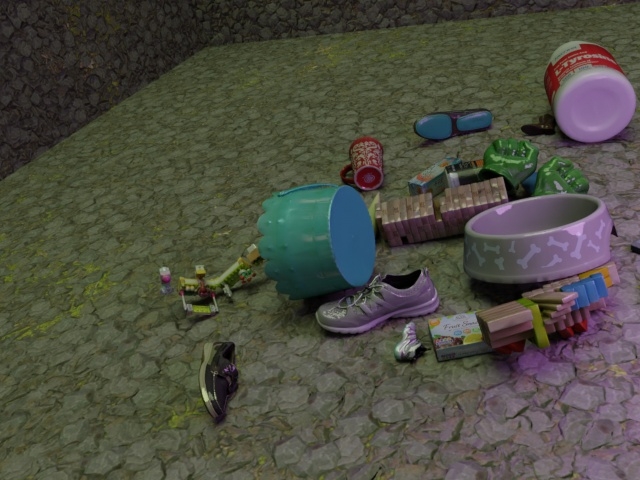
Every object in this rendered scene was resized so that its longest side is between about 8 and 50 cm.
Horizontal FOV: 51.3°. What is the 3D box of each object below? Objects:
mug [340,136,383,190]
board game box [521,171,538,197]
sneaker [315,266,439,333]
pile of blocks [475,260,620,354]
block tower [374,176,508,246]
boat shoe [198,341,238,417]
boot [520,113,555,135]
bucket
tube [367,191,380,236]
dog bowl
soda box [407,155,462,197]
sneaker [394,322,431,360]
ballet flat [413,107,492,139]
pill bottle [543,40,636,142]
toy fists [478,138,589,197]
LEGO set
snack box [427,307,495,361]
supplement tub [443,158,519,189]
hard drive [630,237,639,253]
[{"bbox_3d":[0.141,-0.225,2.112,0.113,0.150,0.169,20,33,-14],"label":"mug"},{"bbox_3d":[0.634,-0.143,1.821,0.169,0.033,0.133,4,32,16],"label":"board game box"},{"bbox_3d":[0.122,0.123,1.504,0.282,0.115,0.105,-15,31,-3],"label":"sneaker"},{"bbox_3d":[0.473,0.148,1.303,0.362,0.112,0.149,-19,4,-21],"label":"pile of blocks"},{"bbox_3d":[0.317,-0.070,1.734,0.336,0.097,0.090,-12,43,14],"label":"block tower"},{"bbox_3d":[-0.211,0.282,1.414,0.074,0.080,0.223,-19,26,1],"label":"boat shoe"},{"bbox_3d":[0.712,-0.383,2.176,0.107,0.037,0.114,11,40,14],"label":"boot"},{"bbox_3d":[0.000,0.000,1.577,0.183,0.281,0.281,-8,30,28],"label":"bucket"},{"bbox_3d":[0.126,-0.028,1.787,0.070,0.062,0.240,-47,8,43],"label":"tube"},{"bbox_3d":[0.488,-0.015,1.509,0.349,0.102,0.348,-13,14,4],"label":"dog bowl"},{"bbox_3d":[0.341,-0.181,1.968,0.183,0.062,0.058,-33,36,-29],"label":"soda box"},{"bbox_3d":[0.202,0.216,1.401,0.069,0.038,0.098,6,45,27],"label":"sneaker"},{"bbox_3d":[0.443,-0.398,2.271,0.281,0.095,0.096,-6,20,-8],"label":"ballet flat"},{"bbox_3d":[0.838,-0.492,2.119,0.229,0.228,0.407,-6,31,14],"label":"pill bottle"},{"bbox_3d":[0.557,-0.175,1.730,0.279,0.096,0.142,29,65,16],"label":"toy fists"},{"bbox_3d":[-0.256,0.112,1.681,0.287,0.132,0.107,-13,39,-11],"label":"LEGO set"},{"bbox_3d":[0.303,0.195,1.390,0.141,0.037,0.100,-11,29,4],"label":"snack box"},{"bbox_3d":[0.446,-0.167,1.852,0.191,0.116,0.117,-10,31,6],"label":"supplement tub"},{"bbox_3d":[0.788,0.018,1.501,0.094,0.022,0.135,-28,33,-22],"label":"hard drive"}]
